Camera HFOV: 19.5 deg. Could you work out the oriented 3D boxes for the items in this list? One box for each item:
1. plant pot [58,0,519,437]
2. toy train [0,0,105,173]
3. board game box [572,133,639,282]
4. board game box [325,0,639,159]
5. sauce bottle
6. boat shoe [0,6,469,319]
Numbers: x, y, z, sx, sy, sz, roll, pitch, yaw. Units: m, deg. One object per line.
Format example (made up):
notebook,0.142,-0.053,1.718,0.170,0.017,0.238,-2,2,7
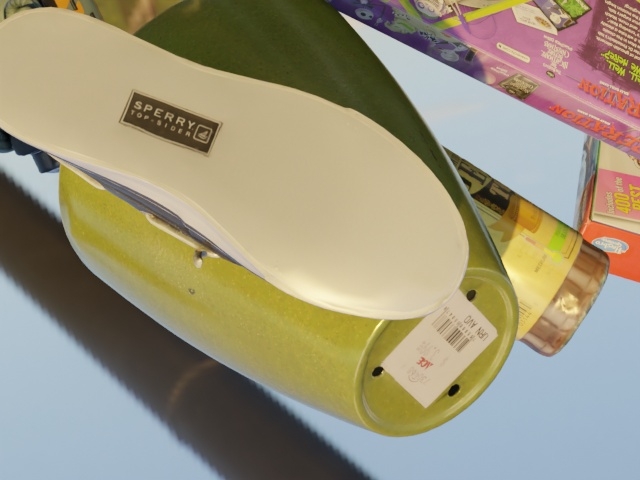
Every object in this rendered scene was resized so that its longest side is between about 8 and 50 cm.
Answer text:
plant pot,0.000,0.000,1.327,0.275,0.275,0.293,-22,-139,-25
toy train,-0.320,-0.242,2.007,0.142,0.334,0.190,-17,-166,42
board game box,0.427,-0.033,1.942,0.316,0.064,0.242,17,-136,-1
board game box,0.171,-0.218,1.529,0.056,0.347,0.208,-41,-152,56
sauce bottle,0.081,-0.032,1.594,0.111,0.344,0.111,-57,-177,5
boat shoe,-0.056,-0.037,1.094,0.306,0.113,0.105,20,173,8
